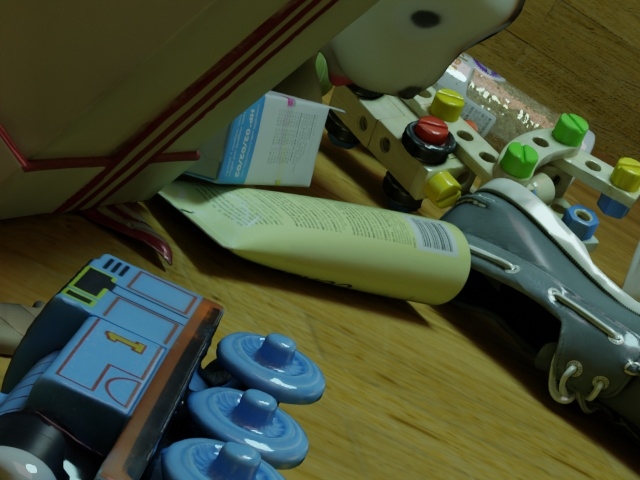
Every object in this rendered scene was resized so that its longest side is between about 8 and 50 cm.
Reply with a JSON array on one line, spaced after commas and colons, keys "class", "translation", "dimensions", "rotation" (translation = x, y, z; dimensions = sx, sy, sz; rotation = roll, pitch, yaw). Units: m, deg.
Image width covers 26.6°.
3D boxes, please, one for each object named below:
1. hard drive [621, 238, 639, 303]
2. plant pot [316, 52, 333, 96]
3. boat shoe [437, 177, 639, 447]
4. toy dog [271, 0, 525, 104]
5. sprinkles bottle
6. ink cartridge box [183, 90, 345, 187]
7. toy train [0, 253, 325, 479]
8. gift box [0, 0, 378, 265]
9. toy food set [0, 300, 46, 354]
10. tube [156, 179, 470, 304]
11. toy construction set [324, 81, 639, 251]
[{"class": "hard drive", "translation": [0.433, -0.022, 1.357], "dimensions": [0.040, 0.203, 0.307], "rotation": [28, -14, -19]}, {"class": "plant pot", "translation": [-0.035, -0.187, 1.413], "dimensions": [0.083, 0.083, 0.079], "rotation": [40, 28, 25]}, {"class": "boat shoe", "translation": [0.189, 0.087, 0.979], "dimensions": [0.099, 0.116, 0.319], "rotation": [-28, 59, -24]}, {"class": "toy dog", "translation": [-0.011, -0.265, 1.093], "dimensions": [0.408, 0.395, 0.284], "rotation": [31, 2, 30]}, {"class": "sprinkles bottle", "translation": [0.187, -0.184, 1.797], "dimensions": [0.355, 0.121, 0.121], "rotation": [32, 13, -2]}, {"class": "ink cartridge box", "translation": [-0.065, -0.076, 0.904], "dimensions": [0.104, 0.061, 0.181], "rotation": [17, 8, 21]}, {"class": "toy train", "translation": [-0.062, 0.069, 0.444], "dimensions": [0.105, 0.080, 0.184], "rotation": [24, 16, -1]}, {"class": "gift box", "translation": [-0.119, -0.140, 0.679], "dimensions": [0.276, 0.258, 0.255], "rotation": [56, 16, 10]}, {"class": "toy food set", "translation": [-0.149, 0.020, 0.525], "dimensions": [0.078, 0.019, 0.122], "rotation": [34, 13, 5]}, {"class": "tube", "translation": [0.000, 0.000, 0.877], "dimensions": [0.240, 0.070, 0.062], "rotation": [12, 67, -46]}, {"class": "toy construction set", "translation": [0.129, -0.098, 1.298], "dimensions": [0.215, 0.151, 0.328], "rotation": [-11, 32, -36]}]
